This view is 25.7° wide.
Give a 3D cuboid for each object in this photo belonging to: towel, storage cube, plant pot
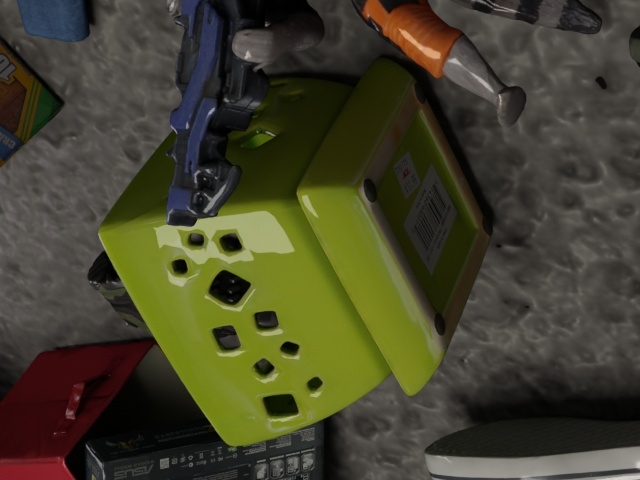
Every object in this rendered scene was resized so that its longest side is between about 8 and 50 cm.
[{"bbox_3d":[-0.230,-0.226,1.185,0.067,0.029,0.119,15,133,21],"label":"towel"},{"bbox_3d":[-0.238,0.235,1.483,0.193,0.184,0.215,-9,122,39],"label":"storage cube"},{"bbox_3d":[0.000,0.000,1.106,0.207,0.228,0.227,-13,119,30],"label":"plant pot"}]

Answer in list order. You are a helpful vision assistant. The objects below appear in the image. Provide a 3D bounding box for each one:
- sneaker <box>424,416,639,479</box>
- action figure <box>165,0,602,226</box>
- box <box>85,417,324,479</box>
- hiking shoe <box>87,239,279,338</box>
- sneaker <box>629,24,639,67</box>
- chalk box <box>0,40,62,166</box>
[{"bbox_3d":[0.239,0.220,1.196,0.321,0.126,0.128,-6,99,34],"label":"sneaker"},{"bbox_3d":[0.009,-0.162,0.974,0.330,0.178,0.341,17,97,27],"label":"action figure"},{"bbox_3d":[-0.110,0.266,1.372,0.059,0.232,0.183,32,126,59],"label":"box"},{"bbox_3d":[-0.108,0.060,1.337,0.226,0.086,0.114,12,146,31],"label":"hiking shoe"},{"bbox_3d":[0.317,-0.099,0.914,0.227,0.087,0.130,1,121,25],"label":"sneaker"},{"bbox_3d":[-0.363,-0.086,1.255,0.132,0.213,0.132,47,136,-13],"label":"chalk box"}]
